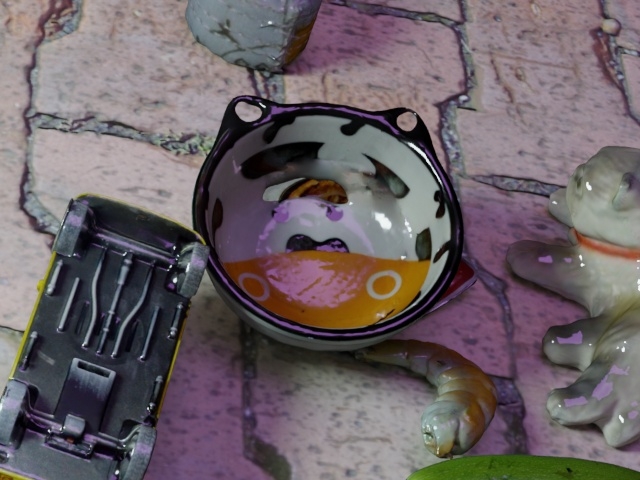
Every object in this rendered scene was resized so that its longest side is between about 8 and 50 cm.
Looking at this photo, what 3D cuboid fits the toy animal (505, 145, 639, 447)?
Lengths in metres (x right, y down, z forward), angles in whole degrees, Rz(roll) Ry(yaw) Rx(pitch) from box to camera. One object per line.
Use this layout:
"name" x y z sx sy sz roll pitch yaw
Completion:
"toy animal" 0.322 0.043 1.805 0.266 0.188 0.308 42 44 9

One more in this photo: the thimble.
"thimble" -0.076 -0.283 2.011 0.151 0.118 0.127 26 42 6

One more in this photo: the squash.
"squash" 0.212 0.244 1.632 0.292 0.082 0.082 6 46 -14

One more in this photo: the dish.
"dish" 0.000 0.000 1.744 0.303 0.120 0.303 4 58 -7

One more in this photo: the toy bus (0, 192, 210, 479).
"toy bus" -0.207 0.116 1.559 0.144 0.152 0.330 20 46 -8

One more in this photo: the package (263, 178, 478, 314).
"package" 0.045 -0.010 1.848 0.154 0.030 0.239 -29 67 -25

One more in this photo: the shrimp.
"shrimp" 0.093 0.144 1.700 0.166 0.049 0.161 23 33 10
